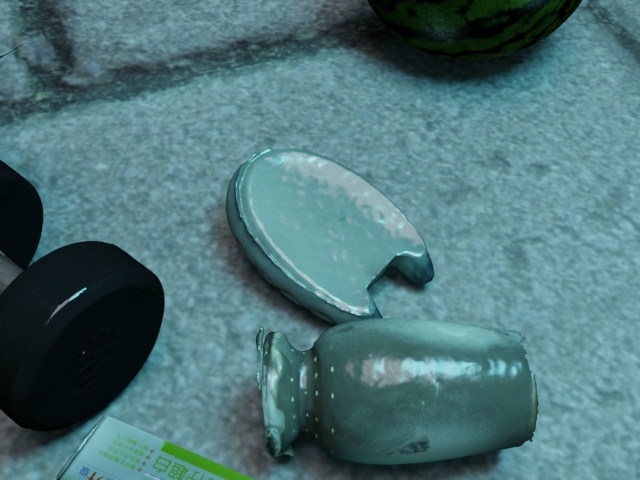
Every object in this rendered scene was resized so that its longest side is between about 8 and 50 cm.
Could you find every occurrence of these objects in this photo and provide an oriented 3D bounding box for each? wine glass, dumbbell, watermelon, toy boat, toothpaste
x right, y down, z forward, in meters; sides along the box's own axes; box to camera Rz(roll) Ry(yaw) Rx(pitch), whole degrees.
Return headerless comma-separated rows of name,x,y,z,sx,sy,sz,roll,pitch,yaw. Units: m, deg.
wine glass,0.055,0.115,0.649,0.204,0.111,0.111,-2,50,-1
dumbbell,-0.250,0.036,0.686,0.218,0.153,0.152,33,57,24
watermelon,0.170,-0.344,0.933,0.284,0.285,0.285,0,50,0
toy boat,0.000,0.000,0.785,0.207,0.079,0.134,37,66,14
toothpaste,-0.019,0.226,0.577,0.336,0.081,0.067,19,49,15

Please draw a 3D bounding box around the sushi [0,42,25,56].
sushi,-0.432,-0.037,0.736,0.359,0.064,0.343,-42,24,-29
